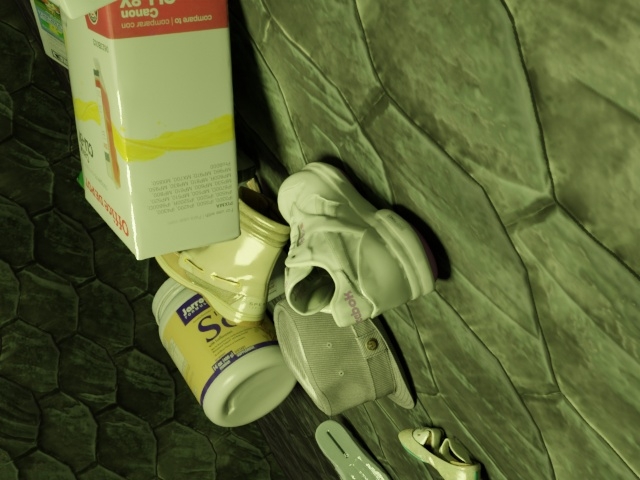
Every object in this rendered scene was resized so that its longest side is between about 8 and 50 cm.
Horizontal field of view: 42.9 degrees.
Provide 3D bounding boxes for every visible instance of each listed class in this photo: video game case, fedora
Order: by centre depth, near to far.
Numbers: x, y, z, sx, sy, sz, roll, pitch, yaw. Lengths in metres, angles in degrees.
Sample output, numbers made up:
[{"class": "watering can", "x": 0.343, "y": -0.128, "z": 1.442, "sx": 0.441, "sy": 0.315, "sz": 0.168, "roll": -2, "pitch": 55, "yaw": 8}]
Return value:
[{"class": "fedora", "x": 0.017, "y": 0.166, "z": 1.229, "sx": 0.243, "sy": 0.124, "sz": 0.275, "roll": 30, "pitch": 146, "yaw": 62}, {"class": "video game case", "x": -0.388, "y": -0.331, "z": 1.526, "sx": 0.329, "sy": 0.036, "sz": 0.300, "roll": 35, "pitch": 164, "yaw": -3}]

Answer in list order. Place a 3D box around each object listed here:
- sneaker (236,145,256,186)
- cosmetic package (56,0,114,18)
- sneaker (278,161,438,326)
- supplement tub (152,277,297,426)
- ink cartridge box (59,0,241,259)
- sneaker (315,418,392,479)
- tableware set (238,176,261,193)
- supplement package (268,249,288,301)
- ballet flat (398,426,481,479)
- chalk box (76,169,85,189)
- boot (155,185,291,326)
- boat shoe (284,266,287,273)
[{"class": "sneaker", "x": -0.198, "y": -0.150, "z": 1.369, "sx": 0.271, "sy": 0.108, "sz": 0.100, "roll": 45, "pitch": 140, "yaw": 47}, {"class": "cosmetic package", "x": -0.268, "y": -0.454, "z": 0.838, "sx": 0.453, "sy": 0.230, "sz": 0.161, "roll": 52, "pitch": 163, "yaw": 29}, {"class": "sneaker", "x": 0.000, "y": 0.000, "z": 0.944, "sx": 0.305, "sy": 0.152, "sz": 0.114, "roll": 37, "pitch": 155, "yaw": 57}, {"class": "supplement tub", "x": -0.224, "y": 0.233, "z": 1.875, "sx": 0.331, "sy": 0.241, "sz": 0.241, "roll": 50, "pitch": 161, "yaw": 33}, {"class": "ink cartridge box", "x": -0.240, "y": -0.203, "z": 1.121, "sx": 0.279, "sy": 0.160, "sz": 0.385, "roll": 36, "pitch": 134, "yaw": 53}, {"class": "sneaker", "x": 0.088, "y": 0.474, "z": 1.650, "sx": 0.258, "sy": 0.094, "sz": 0.091, "roll": 55, "pitch": -175, "yaw": 26}, {"class": "tableware set", "x": -0.146, "y": -0.108, "z": 1.442, "sx": 0.169, "sy": 0.020, "sz": 0.141, "roll": 51, "pitch": 162, "yaw": 29}, {"class": "supplement package", "x": -0.143, "y": 0.023, "z": 1.503, "sx": 0.179, "sy": 0.105, "sz": 0.105, "roll": 51, "pitch": 161, "yaw": 27}, {"class": "ballet flat", "x": 0.170, "y": 0.292, "z": 1.138, "sx": 0.168, "sy": 0.057, "sz": 0.052, "roll": 29, "pitch": 118, "yaw": 55}, {"class": "chalk box", "x": -0.330, "y": -0.112, "z": 1.603, "sx": 0.180, "sy": 0.179, "sz": 0.289, "roll": 31, "pitch": -177, "yaw": -37}, {"class": "boot", "x": -0.165, "y": -0.003, "z": 1.360, "sx": 0.262, "sy": 0.095, "sz": 0.203, "roll": 35, "pitch": 115, "yaw": 34}, {"class": "boat shoe", "x": -0.034, "y": 0.101, "z": 1.428, "sx": 0.125, "sy": 0.038, "sz": 0.046, "roll": 61, "pitch": 164, "yaw": -2}]
